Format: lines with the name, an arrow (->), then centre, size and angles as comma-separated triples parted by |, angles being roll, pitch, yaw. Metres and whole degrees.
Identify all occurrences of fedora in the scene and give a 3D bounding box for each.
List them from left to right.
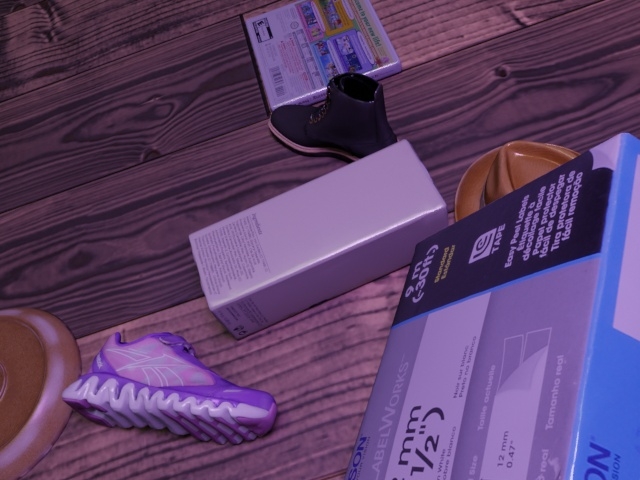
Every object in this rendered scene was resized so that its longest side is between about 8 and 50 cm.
fedora -> 0.240, -0.051, 0.681 | 0.194, 0.079, 0.194 | -7, 57, 11

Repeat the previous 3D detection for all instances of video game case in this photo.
video game case -> -0.002, -0.294, 0.930 | 0.193, 0.023, 0.212 | -19, 55, 3

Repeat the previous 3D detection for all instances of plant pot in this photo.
plant pot -> -0.402, 0.182, 0.740 | 0.236, 0.032, 0.236 | -7, 58, 12

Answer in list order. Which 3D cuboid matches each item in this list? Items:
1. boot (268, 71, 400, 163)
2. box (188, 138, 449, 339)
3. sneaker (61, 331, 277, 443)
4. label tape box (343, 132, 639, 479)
boot -> 0.008, -0.169, 0.781 | 0.198, 0.137, 0.077 | 18, 65, 25
box -> 0.000, 0.000, 0.706 | 0.275, 0.094, 0.113 | -22, 56, 0
sneaker -> -0.155, 0.148, 0.662 | 0.236, 0.095, 0.104 | 4, 53, 18
label tape box -> 0.111, 0.111, 0.465 | 0.115, 0.347, 0.249 | 29, 63, -15
